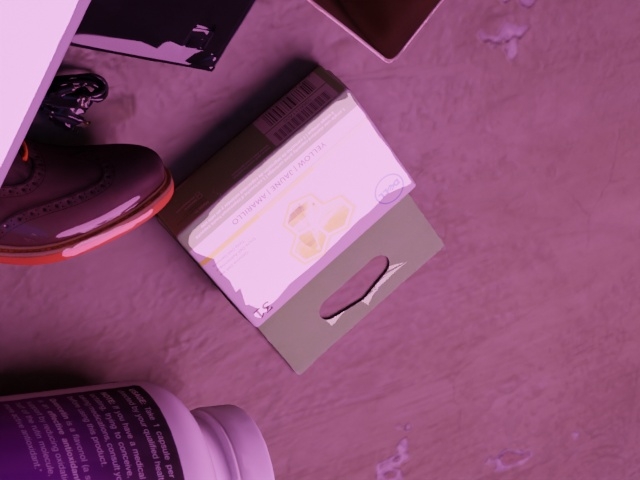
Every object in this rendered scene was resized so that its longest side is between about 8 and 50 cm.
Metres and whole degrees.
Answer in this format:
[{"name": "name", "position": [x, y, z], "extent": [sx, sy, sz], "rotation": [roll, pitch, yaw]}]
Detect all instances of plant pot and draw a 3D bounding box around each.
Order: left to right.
[{"name": "plant pot", "position": [0.027, -0.209, 1.330], "extent": [0.109, 0.096, 0.109], "rotation": [33, 97, -42]}]

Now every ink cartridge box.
[{"name": "ink cartridge box", "position": [0.000, 0.000, 1.480], "extent": [0.171, 0.056, 0.235], "rotation": [-41, 130, -4]}]

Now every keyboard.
[{"name": "keyboard", "position": [-0.195, -0.159, 1.236], "extent": [0.317, 0.033, 0.201], "rotation": [9, 132, -34]}]

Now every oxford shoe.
[{"name": "oxford shoe", "position": [-0.224, -0.042, 1.280], "extent": [0.271, 0.097, 0.098], "rotation": [-10, 121, -26]}]

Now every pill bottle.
[{"name": "pill bottle", "position": [-0.202, 0.201, 1.394], "extent": [0.323, 0.181, 0.181], "rotation": [-5, 121, -30]}]

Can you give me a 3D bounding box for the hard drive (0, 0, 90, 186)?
[{"name": "hard drive", "position": [-0.242, -0.116, 1.100], "extent": [0.210, 0.040, 0.318], "rotation": [21, 97, -51]}]
